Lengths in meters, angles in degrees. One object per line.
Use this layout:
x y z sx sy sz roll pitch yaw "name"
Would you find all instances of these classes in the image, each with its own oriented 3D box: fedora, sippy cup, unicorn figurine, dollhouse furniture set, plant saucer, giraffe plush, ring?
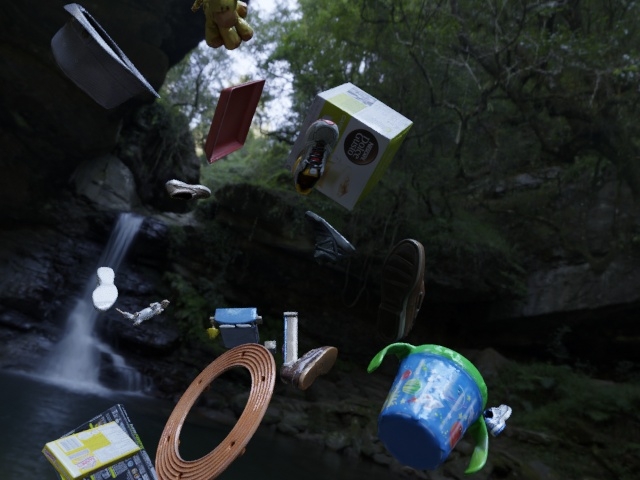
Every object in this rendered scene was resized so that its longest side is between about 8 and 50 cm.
-0.526 -0.413 1.110 0.275 0.124 0.244 50 0 -7 "fedora"
0.252 0.408 1.118 0.305 0.240 0.224 16 31 29 "sippy cup"
-0.542 0.224 1.430 0.161 0.060 0.111 -9 -3 -18 "unicorn figurine"
-0.230 0.394 1.619 0.302 0.198 0.287 1 -41 -3 "dollhouse furniture set"
-0.286 -0.402 1.530 0.047 0.258 0.259 28 -60 4 "plant saucer"
-0.302 -0.724 1.474 0.210 0.181 0.170 59 -11 -18 "giraffe plush"
-0.220 0.369 1.000 0.032 0.337 0.336 48 -31 -24 "ring"

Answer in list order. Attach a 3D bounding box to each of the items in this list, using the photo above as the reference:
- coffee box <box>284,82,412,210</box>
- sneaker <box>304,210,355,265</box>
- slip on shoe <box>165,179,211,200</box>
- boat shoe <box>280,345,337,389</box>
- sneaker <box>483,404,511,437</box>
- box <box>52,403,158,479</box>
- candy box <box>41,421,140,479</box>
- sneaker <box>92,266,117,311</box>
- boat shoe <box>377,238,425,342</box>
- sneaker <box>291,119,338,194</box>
0.120 -0.389 1.905 0.334 0.338 0.338 34 -57 8 "coffee box"
0.000 0.000 1.611 0.227 0.130 0.087 45 2 21 "sneaker"
-0.349 -0.125 1.247 0.051 0.041 0.135 -32 -24 26 "slip on shoe"
-0.026 0.324 1.233 0.073 0.073 0.207 11 10 28 "boat shoe"
0.482 0.479 1.284 0.058 0.052 0.135 39 27 20 "sneaker"
-0.607 0.638 1.316 0.270 0.216 0.060 56 -18 14 "box"
-0.525 0.487 1.087 0.105 0.027 0.206 37 5 19 "candy box"
-0.774 0.195 1.674 0.080 0.094 0.212 10 31 -26 "sneaker"
0.235 0.134 1.313 0.104 0.308 0.110 -10 30 -44 "boat shoe"
-0.010 -0.216 1.241 0.087 0.093 0.225 12 -50 -15 "sneaker"
